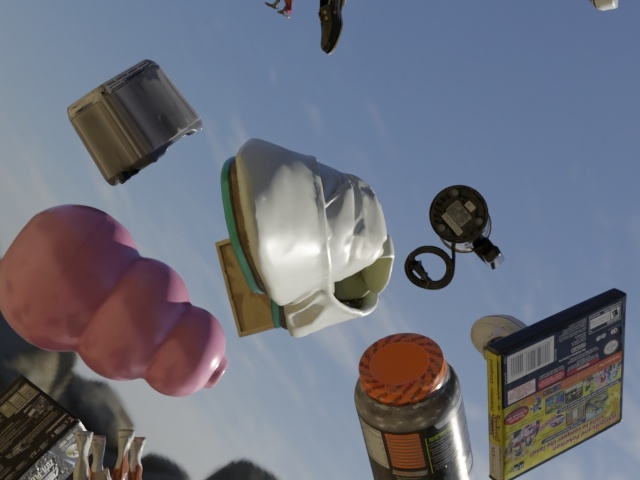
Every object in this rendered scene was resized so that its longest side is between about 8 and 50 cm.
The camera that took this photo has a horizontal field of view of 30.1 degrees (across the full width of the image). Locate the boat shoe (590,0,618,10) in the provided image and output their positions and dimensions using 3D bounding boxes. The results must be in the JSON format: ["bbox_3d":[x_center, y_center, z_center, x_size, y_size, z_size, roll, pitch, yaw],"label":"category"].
[{"bbox_3d":[0.256,-0.335,1.220,0.078,0.070,0.219,9,69,-66],"label":"boat shoe"}]

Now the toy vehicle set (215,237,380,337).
[{"bbox_3d":[-0.042,0.048,1.924,0.267,0.035,0.166,-17,-96,33],"label":"toy vehicle set"}]

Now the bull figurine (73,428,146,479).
[{"bbox_3d":[-0.278,0.347,1.552,0.310,0.101,0.188,124,-32,-75],"label":"bull figurine"}]

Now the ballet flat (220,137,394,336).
[{"bbox_3d":[0.000,0.000,1.066,0.139,0.139,0.400,54,-6,15],"label":"ballet flat"}]

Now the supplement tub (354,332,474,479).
[{"bbox_3d":[0.169,0.331,2.160,0.193,0.193,0.316,42,-27,47],"label":"supplement tub"}]

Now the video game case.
[{"bbox_3d":[0.377,0.231,1.894,0.035,0.275,0.248,29,-48,50],"label":"video game case"}]

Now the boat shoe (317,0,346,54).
[{"bbox_3d":[0.014,-0.364,1.930,0.042,0.133,0.049,18,-20,-29],"label":"boat shoe"}]

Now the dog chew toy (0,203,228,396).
[{"bbox_3d":[-0.275,0.096,1.636,0.332,0.206,0.206,33,-14,-2],"label":"dog chew toy"}]

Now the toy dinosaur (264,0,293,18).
[{"bbox_3d":[-0.029,-0.302,1.394,0.047,0.082,0.090,26,5,-39],"label":"toy dinosaur"}]

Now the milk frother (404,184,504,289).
[{"bbox_3d":[0.186,0.002,1.733,0.135,0.143,0.129,34,33,-77],"label":"milk frother"}]

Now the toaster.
[{"bbox_3d":[-0.305,-0.190,1.912,0.129,0.227,0.146,-26,-78,37],"label":"toaster"}]

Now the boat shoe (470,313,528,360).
[{"bbox_3d":[0.340,0.202,2.177,0.267,0.088,0.096,36,-63,58],"label":"boat shoe"}]

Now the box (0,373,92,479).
[{"bbox_3d":[-0.444,0.308,1.725,0.147,0.180,0.077,28,-28,34],"label":"box"}]
